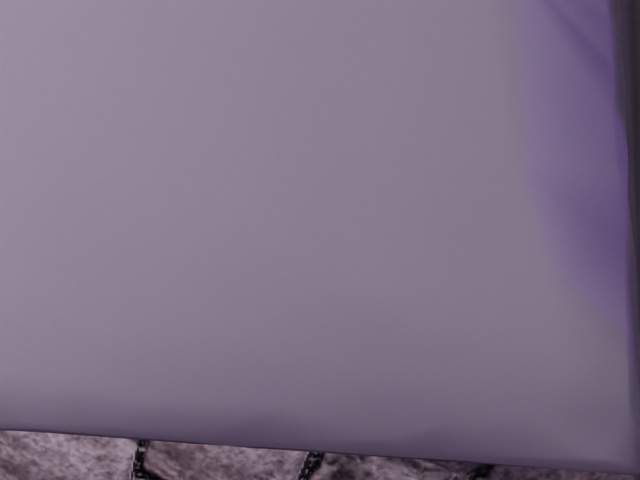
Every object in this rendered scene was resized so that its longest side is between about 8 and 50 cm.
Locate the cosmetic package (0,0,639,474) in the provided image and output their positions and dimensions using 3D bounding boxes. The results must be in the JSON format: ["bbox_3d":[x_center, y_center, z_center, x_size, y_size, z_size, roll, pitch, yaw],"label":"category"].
[{"bbox_3d":[0.022,-0.135,0.677,0.329,0.394,0.328,1,113,23],"label":"cosmetic package"}]
